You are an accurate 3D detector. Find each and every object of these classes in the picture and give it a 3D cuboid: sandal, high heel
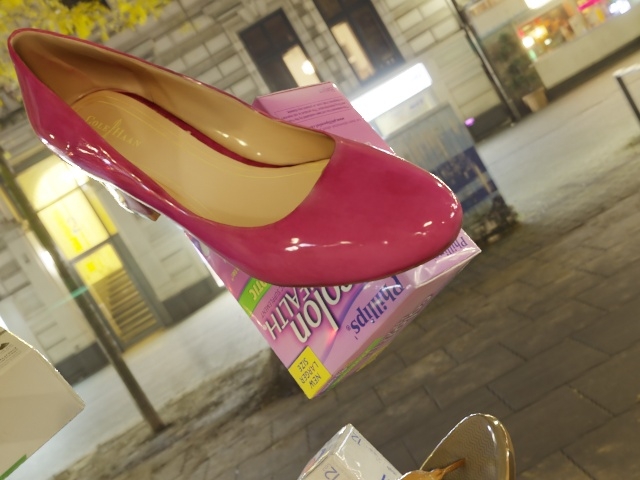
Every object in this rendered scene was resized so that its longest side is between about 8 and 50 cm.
[{"bbox_3d":[0.064,0.222,0.599,0.219,0.060,0.090,-44,36,10],"label":"sandal"},{"bbox_3d":[-0.084,-0.071,0.569,0.377,0.181,0.127,8,57,34],"label":"high heel"}]

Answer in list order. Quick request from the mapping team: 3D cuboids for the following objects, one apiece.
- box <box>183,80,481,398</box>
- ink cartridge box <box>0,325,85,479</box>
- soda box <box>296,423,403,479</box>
[{"bbox_3d":[0.000,0.000,0.801,0.117,0.243,0.213,-24,-21,-45],"label":"box"},{"bbox_3d":[-0.356,0.173,0.797,0.153,0.087,0.208,-43,24,-24],"label":"ink cartridge box"},{"bbox_3d":[0.098,0.368,0.936,0.091,0.286,0.098,-47,-4,16],"label":"soda box"}]
